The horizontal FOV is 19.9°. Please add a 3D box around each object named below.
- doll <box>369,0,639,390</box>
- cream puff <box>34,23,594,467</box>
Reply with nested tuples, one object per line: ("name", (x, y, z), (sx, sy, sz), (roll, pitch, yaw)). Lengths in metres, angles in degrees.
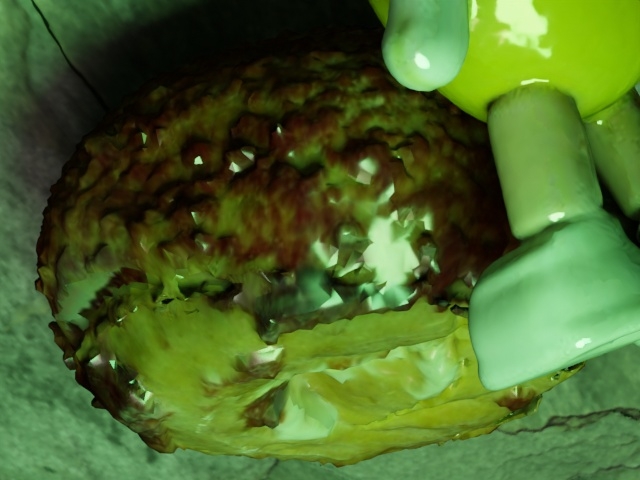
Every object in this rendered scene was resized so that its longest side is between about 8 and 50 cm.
("doll", (0.116, -0.127, 0.905), (0.161, 0.423, 0.348), (-21, 144, 32))
("cream puff", (-0.004, -0.001, 1.063), (0.350, 0.229, 0.350), (-8, 157, -4))
